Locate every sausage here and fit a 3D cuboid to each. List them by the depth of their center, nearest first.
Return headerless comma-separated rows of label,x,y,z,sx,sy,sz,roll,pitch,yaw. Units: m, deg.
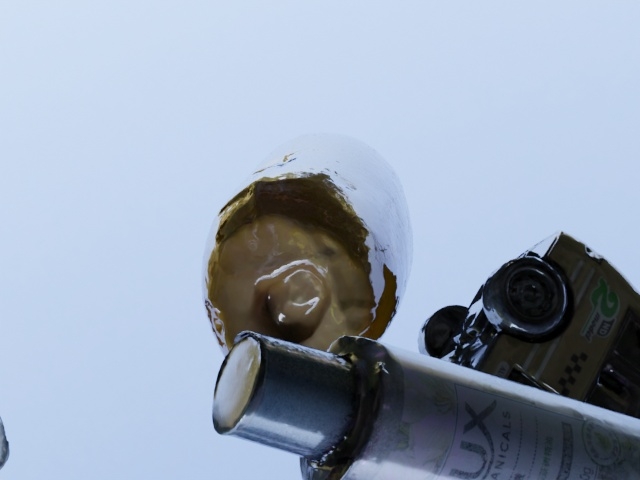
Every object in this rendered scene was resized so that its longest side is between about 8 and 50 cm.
sausage,0.005,-0.002,0.983,0.116,0.134,0.354,-22,-172,11

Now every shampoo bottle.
shampoo bottle,0.056,0.086,0.647,0.072,0.214,0.072,-41,-140,47

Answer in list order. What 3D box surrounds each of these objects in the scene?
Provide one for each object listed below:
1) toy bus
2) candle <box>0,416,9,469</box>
toy bus,0.107,0.145,0.909,0.289,0.157,0.139,-57,-175,-26
candle,-0.366,0.177,1.255,0.168,0.192,0.068,-55,-136,1
